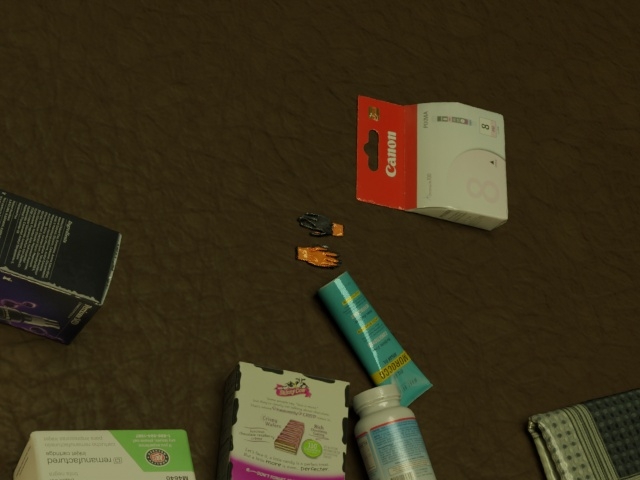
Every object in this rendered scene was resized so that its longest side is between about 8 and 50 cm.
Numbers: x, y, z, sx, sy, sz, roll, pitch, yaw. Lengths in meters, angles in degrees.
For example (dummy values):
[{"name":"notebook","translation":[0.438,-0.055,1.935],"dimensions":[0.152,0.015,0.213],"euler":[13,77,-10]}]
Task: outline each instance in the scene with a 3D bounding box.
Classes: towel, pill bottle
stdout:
[{"name":"towel","translation":[0.477,0.380,2.207],"dimensions":[0.312,0.056,0.324],"euler":[-9,69,-33]},{"name":"pill bottle","translation":[0.097,0.280,2.035],"dimensions":[0.087,0.087,0.160],"euler":[-8,71,-29]}]

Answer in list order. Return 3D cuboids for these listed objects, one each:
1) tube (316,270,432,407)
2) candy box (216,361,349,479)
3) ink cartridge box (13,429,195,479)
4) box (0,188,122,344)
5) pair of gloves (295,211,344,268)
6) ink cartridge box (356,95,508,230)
[{"name":"tube","translation":[0.072,0.142,2.118],"dimensions":[0.080,0.052,0.207],"euler":[-35,91,-25]},{"name":"candy box","translation":[-0.051,0.288,1.958],"dimensions":[0.159,0.071,0.233],"euler":[13,60,-15]},{"name":"ink cartridge box","translation":[-0.241,0.367,1.774],"dimensions":[0.198,0.115,0.273],"euler":[3,51,-26]},{"name":"box","translation":[-0.374,0.029,1.882],"dimensions":[0.207,0.153,0.108],"euler":[20,59,-16]},{"name":"pair of gloves","translation":[0.000,0.000,2.168],"dimensions":[0.074,0.010,0.083],"euler":[14,60,-20]},{"name":"ink cartridge box","translation":[0.172,-0.127,2.289],"dimensions":[0.232,0.066,0.189],"euler":[14,61,-25]}]
